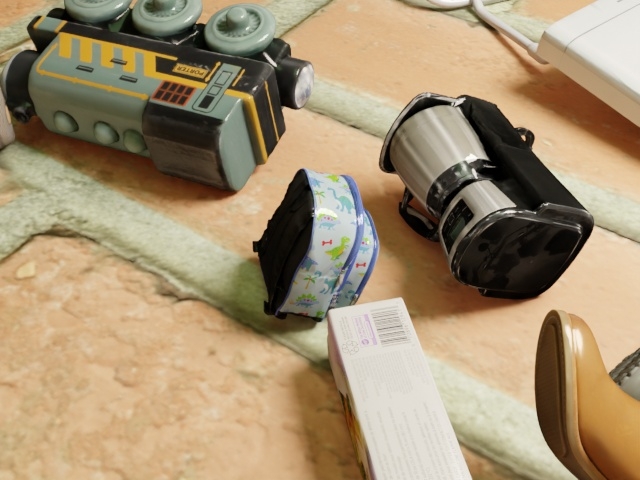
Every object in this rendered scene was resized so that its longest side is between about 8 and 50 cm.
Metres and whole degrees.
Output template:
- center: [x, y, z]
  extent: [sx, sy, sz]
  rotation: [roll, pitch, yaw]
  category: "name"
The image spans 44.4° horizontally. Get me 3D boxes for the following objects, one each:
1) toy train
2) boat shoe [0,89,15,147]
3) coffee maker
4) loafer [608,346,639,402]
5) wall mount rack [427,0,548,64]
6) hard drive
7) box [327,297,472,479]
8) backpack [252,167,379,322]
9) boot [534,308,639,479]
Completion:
- center: [-0.179, -0.171, 0.837]
  extent: [0.334, 0.142, 0.190]
  rotation: [17, 56, 17]
  category: "toy train"
- center: [-0.461, -0.190, 0.865]
  extent: [0.116, 0.123, 0.324]
  rotation: [-32, 51, -26]
  category: "boat shoe"
- center: [0.163, -0.046, 0.710]
  extent: [0.171, 0.120, 0.178]
  rotation: [-13, 46, -13]
  category: "coffee maker"
- center: [0.319, 0.084, 0.612]
  extent: [0.251, 0.094, 0.087]
  rotation: [-34, 77, -18]
  category: "loafer"
- center: [0.307, -0.366, 1.044]
  extent: [0.350, 0.130, 0.304]
  rotation: [-16, 80, -14]
  category: "wall mount rack"
- center: [0.443, -0.160, 0.843]
  extent: [0.233, 0.047, 0.353]
  rotation: [-30, 60, -26]
  category: "hard drive"
- center: [0.068, 0.178, 0.521]
  extent: [0.067, 0.063, 0.324]
  rotation: [-10, 45, -8]
  category: "box"
- center: [0.000, 0.000, 0.667]
  extent: [0.084, 0.114, 0.105]
  rotation: [7, 39, -21]
  category: "backpack"
- center: [0.231, 0.132, 0.518]
  extent: [0.152, 0.073, 0.197]
  rotation: [-10, 84, -1]
  category: "boot"
